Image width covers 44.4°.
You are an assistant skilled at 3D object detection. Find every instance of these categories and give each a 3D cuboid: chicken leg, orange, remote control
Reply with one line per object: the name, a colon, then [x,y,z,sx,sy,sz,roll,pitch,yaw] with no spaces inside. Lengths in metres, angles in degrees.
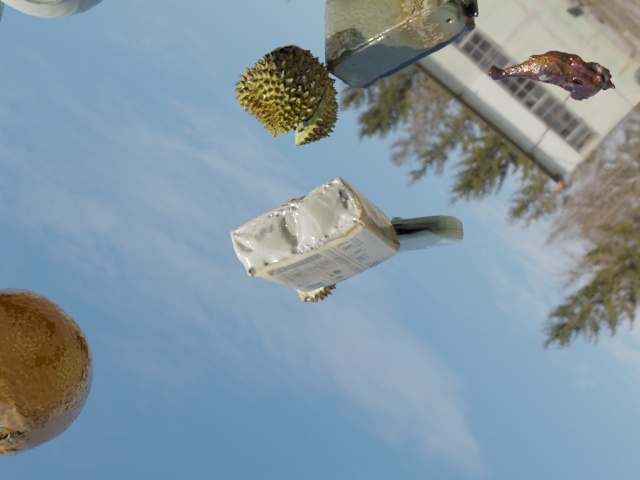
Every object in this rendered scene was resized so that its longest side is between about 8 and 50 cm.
chicken leg: [0.411,-0.292,1.378,0.219,0.089,0.048,11,-126,0]
orange: [-0.502,0.213,1.264,0.274,0.274,0.274,34,-157,-17]
remote control: [0.088,-0.004,1.311,0.140,0.296,0.056,4,-100,-66]

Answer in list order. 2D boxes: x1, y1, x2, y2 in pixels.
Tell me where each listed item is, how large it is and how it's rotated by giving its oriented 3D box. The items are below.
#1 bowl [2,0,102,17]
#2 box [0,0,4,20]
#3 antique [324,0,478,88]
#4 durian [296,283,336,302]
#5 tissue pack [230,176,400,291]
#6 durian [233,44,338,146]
bowl: [-0.463,-0.487,1.305,0.277,0.277,0.145,29,-145,-28]
box: [-0.774,-0.582,1.711,0.162,0.227,0.130,33,-155,25]
antique: [0.148,-0.398,1.431,0.125,0.284,0.150,17,-115,-50]
durian: [-0.021,0.040,1.878,0.138,0.183,0.250,18,-153,-47]
tissue pack: [0.000,0.000,1.108,0.222,0.186,0.090,29,-142,-67]
durian: [-0.062,-0.289,1.424,0.193,0.138,0.237,-25,-130,-38]
